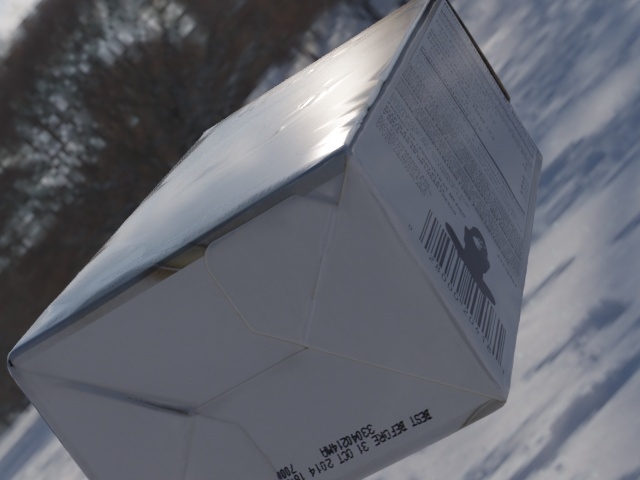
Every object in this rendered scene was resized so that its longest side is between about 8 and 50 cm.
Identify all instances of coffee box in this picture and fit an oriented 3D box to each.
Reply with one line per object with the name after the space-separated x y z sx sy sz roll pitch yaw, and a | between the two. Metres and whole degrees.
0.000 0.000 0.551 0.141 0.098 0.246 -30 13 20 | coffee box
